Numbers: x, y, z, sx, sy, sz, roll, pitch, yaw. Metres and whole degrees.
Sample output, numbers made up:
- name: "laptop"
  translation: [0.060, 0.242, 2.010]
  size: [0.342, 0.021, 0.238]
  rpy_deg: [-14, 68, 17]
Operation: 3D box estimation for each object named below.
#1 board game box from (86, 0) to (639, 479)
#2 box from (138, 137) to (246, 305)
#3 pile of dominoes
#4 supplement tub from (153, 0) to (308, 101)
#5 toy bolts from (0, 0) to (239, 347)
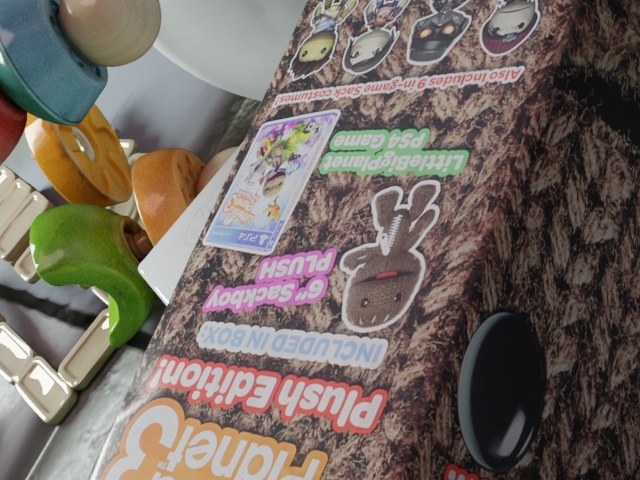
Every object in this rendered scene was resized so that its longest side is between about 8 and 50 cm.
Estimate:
- name: "board game box"
  translation: [0.063, 0.077, 0.517]
  size: [0.141, 0.232, 0.291]
  rpy_deg: [-1, 59, 45]
- name: "box"
  translation: [0.000, 0.000, 0.764]
  size: [0.170, 0.091, 0.130]
  rpy_deg: [-49, 36, 1]
- name: "pile of dominoes"
  translation: [-0.189, 0.010, 1.014]
  size: [0.196, 0.040, 0.251]
  rpy_deg: [-51, 45, -5]
- name: "supplement tub"
  translation: [0.001, -0.270, 0.886]
  size: [0.228, 0.228, 0.316]
  rpy_deg: [-12, 51, 39]
- name: "toy bolts"
  translation: [-0.132, -0.084, 0.857]
  size: [0.158, 0.228, 0.218]
  rpy_deg: [-28, 42, 14]
